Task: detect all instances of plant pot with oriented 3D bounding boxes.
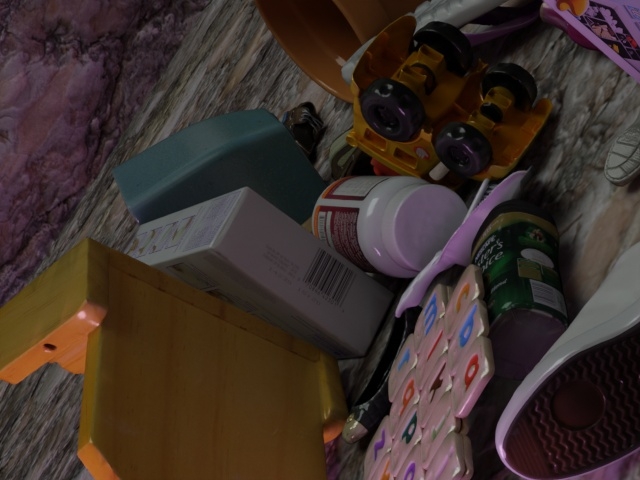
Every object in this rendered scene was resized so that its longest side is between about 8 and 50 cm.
[{"bbox_3d":[0.055,-0.384,2.067,0.203,0.291,0.291,-41,17,-17],"label":"plant pot"},{"bbox_3d":[-0.125,-0.055,1.960,0.252,0.247,0.248,-36,21,-2],"label":"plant pot"}]

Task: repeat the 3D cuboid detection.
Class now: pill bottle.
[{"bbox_3d":[0.083,-0.018,1.592,0.121,0.121,0.221,-57,21,-10],"label":"pill bottle"}]

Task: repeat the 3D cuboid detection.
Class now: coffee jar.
[{"bbox_3d":[0.192,0.043,1.306,0.184,0.079,0.096,-83,15,-54],"label":"coffee jar"}]

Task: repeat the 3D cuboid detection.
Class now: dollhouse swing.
[{"bbox_3d":[-0.180,0.221,1.481,0.315,0.346,0.305,-34,39,42],"label":"dollhouse swing"}]

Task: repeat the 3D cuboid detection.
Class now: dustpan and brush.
[{"bbox_3d":[0.154,0.003,1.443,0.211,0.060,0.147,-61,-9,4],"label":"dustpan and brush"}]

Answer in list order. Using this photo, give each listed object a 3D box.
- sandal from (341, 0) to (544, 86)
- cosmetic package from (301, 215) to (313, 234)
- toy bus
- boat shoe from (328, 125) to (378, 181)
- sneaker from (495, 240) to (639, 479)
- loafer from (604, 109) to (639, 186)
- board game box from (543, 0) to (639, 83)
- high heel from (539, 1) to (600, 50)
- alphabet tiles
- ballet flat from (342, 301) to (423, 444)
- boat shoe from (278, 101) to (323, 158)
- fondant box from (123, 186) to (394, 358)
[{"bbox_3d":[0.213,-0.297,1.804,0.416,0.102,0.169,-23,19,37],"label":"sandal"},{"bbox_3d":[0.000,0.000,1.833,0.115,0.060,0.041,-42,23,32],"label":"cosmetic package"},{"bbox_3d":[0.141,-0.127,1.601,0.149,0.220,0.211,-50,-15,-33],"label":"toy bus"},{"bbox_3d":[0.109,-0.140,1.803,0.257,0.095,0.095,-43,36,41],"label":"boat shoe"},{"bbox_3d":[0.259,0.082,1.106,0.290,0.106,0.123,-43,12,6],"label":"sneaker"},{"bbox_3d":[0.329,-0.104,1.335,0.045,0.039,0.125,25,81,36],"label":"loafer"},{"bbox_3d":[0.318,-0.237,1.178,0.193,0.305,0.053,-37,29,38],"label":"board game box"},{"bbox_3d":[0.374,-0.323,1.560,0.244,0.082,0.117,-43,48,-9],"label":"high heel"},{"bbox_3d":[0.103,0.171,1.285,0.284,0.021,0.278,-87,18,-57],"label":"alphabet tiles"},{"bbox_3d":[0.066,0.145,1.468,0.173,0.049,0.057,-60,20,-17],"label":"ballet flat"},{"bbox_3d":[-0.033,-0.186,2.194,0.066,0.066,0.183,-46,22,16],"label":"boat shoe"},{"bbox_3d":[-0.097,0.058,1.690,0.330,0.238,0.096,-16,42,58],"label":"fondant box"}]
